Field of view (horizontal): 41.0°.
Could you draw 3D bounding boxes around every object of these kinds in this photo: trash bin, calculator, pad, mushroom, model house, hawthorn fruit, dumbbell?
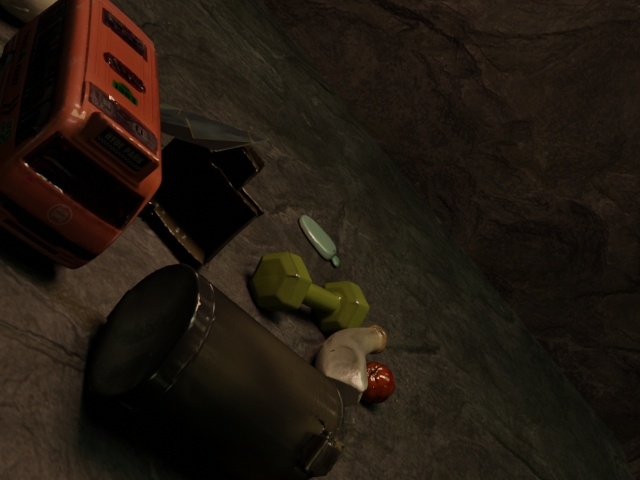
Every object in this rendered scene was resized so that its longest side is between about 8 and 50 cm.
[{"bbox_3d":[-0.135,0.195,1.158,0.301,0.203,0.252,42,-12,-32],"label":"trash bin"},{"bbox_3d":[0.000,0.000,2.098,0.153,0.021,0.095,49,19,-4],"label":"calculator"},{"bbox_3d":[-0.229,-0.199,1.484,0.243,0.004,0.164,21,22,24],"label":"pad"},{"bbox_3d":[0.058,0.228,1.693,0.118,0.103,0.270,29,26,4],"label":"mushroom"},{"bbox_3d":[-0.201,-0.106,1.572,0.211,0.204,0.243,50,2,-11],"label":"model house"},{"bbox_3d":[0.112,0.299,1.771,0.093,0.093,0.093,46,20,-22],"label":"hawthorn fruit"},{"bbox_3d":[-0.017,0.112,1.728,0.302,0.121,0.108,28,60,-51],"label":"dumbbell"}]

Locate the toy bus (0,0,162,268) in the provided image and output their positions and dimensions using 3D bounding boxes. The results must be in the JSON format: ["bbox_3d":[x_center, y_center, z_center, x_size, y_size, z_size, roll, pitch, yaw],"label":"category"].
[{"bbox_3d":[-0.351,-0.175,1.234,0.203,0.233,0.426,40,22,-36],"label":"toy bus"}]

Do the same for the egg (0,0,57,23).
[{"bbox_3d":[-0.477,-0.468,1.513,0.183,0.183,0.217,57,29,9],"label":"egg"}]
